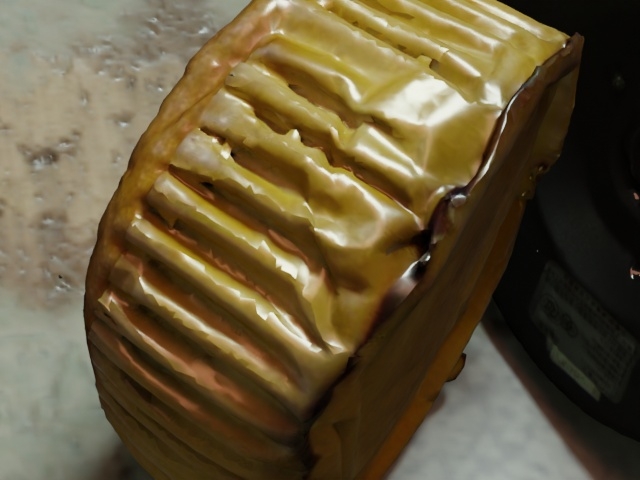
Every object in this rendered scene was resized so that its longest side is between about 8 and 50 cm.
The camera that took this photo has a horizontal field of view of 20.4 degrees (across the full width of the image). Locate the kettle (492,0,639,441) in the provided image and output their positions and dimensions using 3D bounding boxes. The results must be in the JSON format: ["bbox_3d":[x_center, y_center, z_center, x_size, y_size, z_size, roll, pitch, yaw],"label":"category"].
[{"bbox_3d":[0.227,-0.039,0.665,0.271,0.207,0.250,-13,34,-35],"label":"kettle"}]

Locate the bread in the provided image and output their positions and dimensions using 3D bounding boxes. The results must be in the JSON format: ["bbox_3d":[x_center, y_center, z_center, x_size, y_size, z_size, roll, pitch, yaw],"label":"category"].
[{"bbox_3d":[0.000,0.001,0.572,0.104,0.199,0.199,30,50,13],"label":"bread"}]
